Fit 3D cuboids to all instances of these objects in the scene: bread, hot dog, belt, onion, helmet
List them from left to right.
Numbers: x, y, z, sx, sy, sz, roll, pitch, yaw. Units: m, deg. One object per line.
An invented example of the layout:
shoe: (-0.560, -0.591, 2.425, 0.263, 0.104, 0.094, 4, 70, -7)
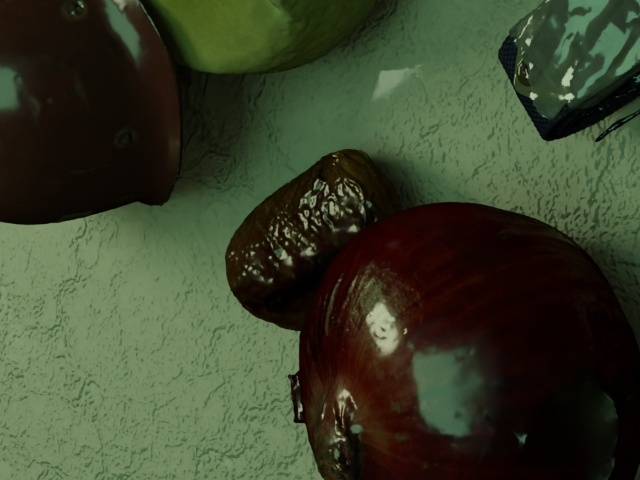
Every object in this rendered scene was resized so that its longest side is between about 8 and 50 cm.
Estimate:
helmet: (-0.323, -0.148, 1.763, 0.385, 0.230, 0.338, 15, 127, 62)
bread: (-0.072, -0.325, 1.669, 0.320, 0.237, 0.321, 20, 117, 44)
hot dog: (-0.001, 0.002, 1.730, 0.227, 0.099, 0.160, -28, 80, 35)
onion: (0.148, 0.143, 1.520, 0.341, 0.341, 0.341, 4, 98, 34)
belt: (0.274, -0.180, 1.497, 0.230, 0.139, 0.126, -35, 75, 30)

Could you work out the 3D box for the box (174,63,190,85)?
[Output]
box: (-0.165, -0.210, 1.846, 0.024, 0.053, 0.083, 12, 103, 32)
